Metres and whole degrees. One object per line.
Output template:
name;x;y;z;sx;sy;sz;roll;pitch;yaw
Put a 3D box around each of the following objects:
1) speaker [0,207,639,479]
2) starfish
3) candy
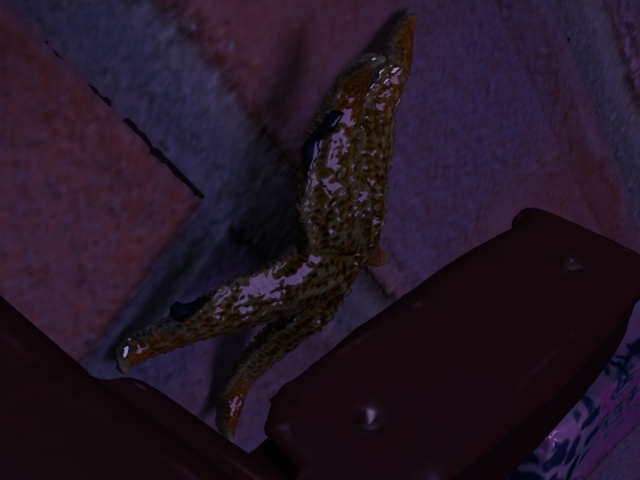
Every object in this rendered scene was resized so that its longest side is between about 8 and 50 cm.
speaker;-0.071;0.058;0.414;0.198;0.329;0.259;-65;160;14
starfish;0.000;0.000;0.775;0.208;0.053;0.176;-57;165;13
candy;0.156;0.099;1.113;0.160;0.073;0.092;-34;147;-40
